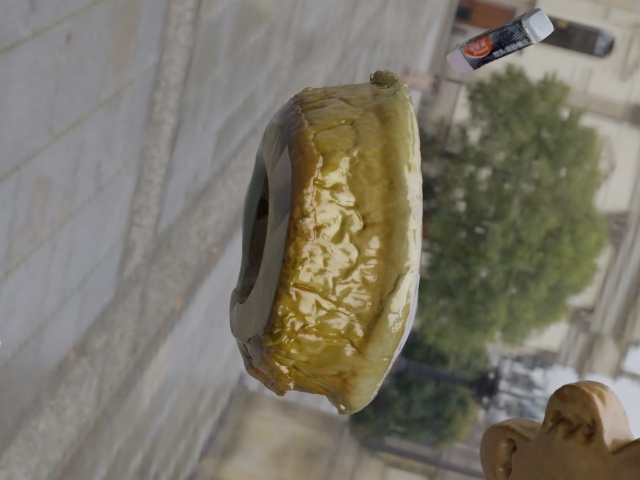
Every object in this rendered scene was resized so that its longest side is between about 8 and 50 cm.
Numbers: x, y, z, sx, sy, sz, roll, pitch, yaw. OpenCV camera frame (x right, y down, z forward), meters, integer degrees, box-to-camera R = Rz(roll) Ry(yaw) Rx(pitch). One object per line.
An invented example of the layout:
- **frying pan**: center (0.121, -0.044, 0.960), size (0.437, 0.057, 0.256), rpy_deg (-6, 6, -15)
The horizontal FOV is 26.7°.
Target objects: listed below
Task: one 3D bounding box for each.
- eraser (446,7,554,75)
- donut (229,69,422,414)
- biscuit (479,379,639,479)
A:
- **eraser**: center (0.151, -0.168, 1.146), size (0.099, 0.027, 0.019), rpy_deg (-19, -156, 42)
- **donut**: center (0.000, 0.000, 1.240), size (0.330, 0.160, 0.330), rpy_deg (-177, -90, -86)
- **biscuit**: center (0.258, 0.259, 1.147), size (0.355, 0.052, 0.275), rpy_deg (7, -72, 59)
